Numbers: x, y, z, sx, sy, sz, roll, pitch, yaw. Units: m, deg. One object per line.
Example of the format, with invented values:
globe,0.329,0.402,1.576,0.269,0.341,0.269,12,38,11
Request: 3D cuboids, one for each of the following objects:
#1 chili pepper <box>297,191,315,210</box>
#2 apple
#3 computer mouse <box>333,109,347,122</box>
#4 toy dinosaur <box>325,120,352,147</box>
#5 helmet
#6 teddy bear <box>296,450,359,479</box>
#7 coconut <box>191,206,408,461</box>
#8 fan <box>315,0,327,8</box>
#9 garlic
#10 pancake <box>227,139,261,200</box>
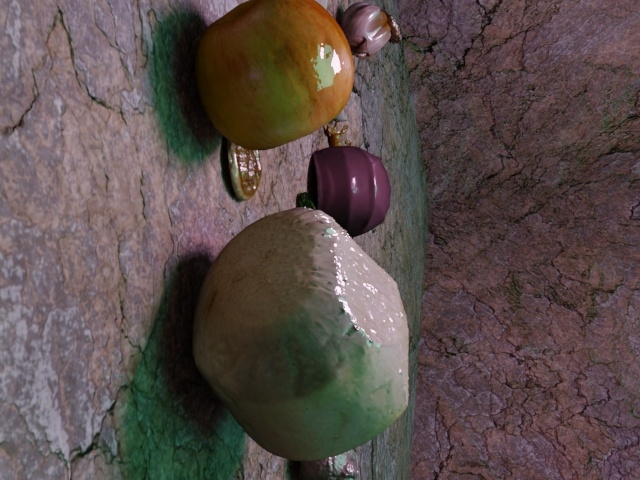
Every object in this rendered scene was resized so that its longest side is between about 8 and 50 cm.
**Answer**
chili pepper,0.000,0.001,1.721,0.279,0.065,0.122,61,34,-49
apple,-0.082,-0.293,1.143,0.233,0.286,0.286,62,25,-22
computer mouse,0.047,-0.366,1.956,0.110,0.055,0.032,46,51,-69
toy dinosaur,0.043,-0.281,1.985,0.126,0.039,0.162,-22,133,-50
helmet,0.101,-0.137,1.867,0.338,0.197,0.271,17,69,-72
teddy bear,0.019,0.443,1.574,0.236,0.151,0.267,107,-12,-75
coconut,-0.021,0.159,1.132,0.415,0.344,0.415,-6,90,-72
fan,-0.062,-0.426,1.526,0.233,0.012,0.415,110,7,-49
garlic,0.164,-0.641,2.163,0.207,0.207,0.257,-59,151,-62
pancake,-0.149,-0.152,1.300,0.158,0.028,0.158,-4,90,-76
